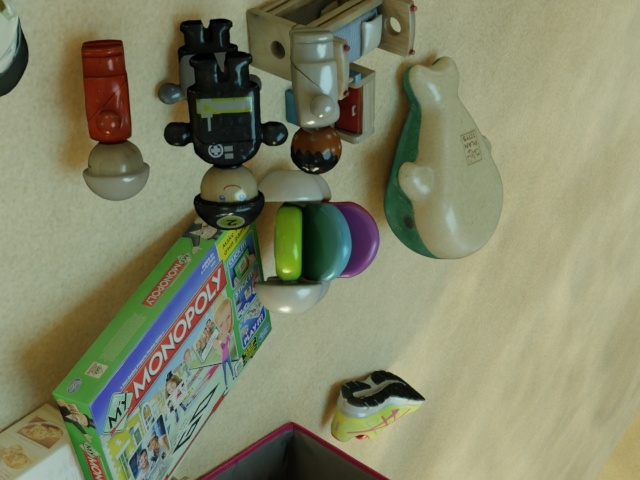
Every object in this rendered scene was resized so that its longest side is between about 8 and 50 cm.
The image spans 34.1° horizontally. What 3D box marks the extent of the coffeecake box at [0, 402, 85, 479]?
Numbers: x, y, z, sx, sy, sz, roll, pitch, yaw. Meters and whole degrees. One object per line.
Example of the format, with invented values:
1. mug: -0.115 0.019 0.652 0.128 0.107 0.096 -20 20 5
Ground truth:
1. coffeecake box: -0.314 0.273 1.027 0.185 0.068 0.142 -34 137 -41

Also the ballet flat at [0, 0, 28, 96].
1. ballet flat: -0.278 -0.170 0.727 0.095 0.096 0.280 -60 150 -9

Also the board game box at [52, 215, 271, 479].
1. board game box: -0.153 0.123 1.118 0.213 0.046 0.317 85 29 -42

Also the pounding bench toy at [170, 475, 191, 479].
1. pounding bench toy: -0.182 0.305 1.257 0.052 0.065 0.083 -29 135 -44

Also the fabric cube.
1. fabric cube: -0.039 0.450 1.401 0.259 0.254 0.258 -24 133 -49

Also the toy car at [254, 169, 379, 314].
1. toy car: 0.000 0.000 1.184 0.182 0.136 0.159 -19 110 -82

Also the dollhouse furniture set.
1. dollhouse furniture set: 0.015 -0.172 1.142 0.129 0.129 0.183 -37 140 -37

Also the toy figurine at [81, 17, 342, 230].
1. toy figurine: -0.094 -0.110 0.942 0.209 0.213 0.148 -29 123 -51

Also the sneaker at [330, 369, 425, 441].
1. sneaker: 0.083 0.265 1.633 0.209 0.081 0.094 2 118 -50

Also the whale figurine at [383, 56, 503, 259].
1. whale figurine: 0.150 -0.108 1.428 0.216 0.141 0.271 -27 109 -47
